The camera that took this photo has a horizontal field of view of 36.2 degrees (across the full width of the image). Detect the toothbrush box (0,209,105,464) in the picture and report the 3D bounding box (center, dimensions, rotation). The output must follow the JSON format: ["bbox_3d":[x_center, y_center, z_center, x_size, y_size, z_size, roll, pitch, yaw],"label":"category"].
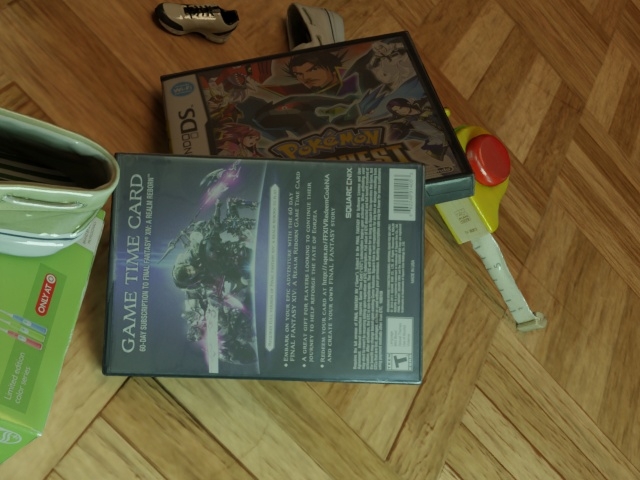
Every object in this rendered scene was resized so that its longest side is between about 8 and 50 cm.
[{"bbox_3d":[-0.320,0.017,0.687,0.283,0.122,0.206,31,44,-28],"label":"toothbrush box"}]

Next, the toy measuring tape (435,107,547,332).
[{"bbox_3d":[0.225,-0.041,1.301,0.330,0.121,0.121,58,38,-9],"label":"toy measuring tape"}]

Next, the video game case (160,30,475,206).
[{"bbox_3d":[-0.014,-0.108,0.977,0.275,0.035,0.248,-12,45,-4],"label":"video game case"}]

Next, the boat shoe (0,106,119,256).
[{"bbox_3d":[-0.273,-0.063,0.622,0.302,0.094,0.109,10,55,-41],"label":"boat shoe"}]

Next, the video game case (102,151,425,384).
[{"bbox_3d":[-0.047,0.024,0.858,0.274,0.026,0.196,2,83,-1],"label":"video game case"}]

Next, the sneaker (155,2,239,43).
[{"bbox_3d":[-0.142,-0.261,1.135,0.109,0.044,0.040,0,65,-44],"label":"sneaker"}]

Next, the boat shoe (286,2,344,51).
[{"bbox_3d":[-0.009,-0.212,1.220,0.076,0.083,0.226,15,40,-24],"label":"boat shoe"}]
